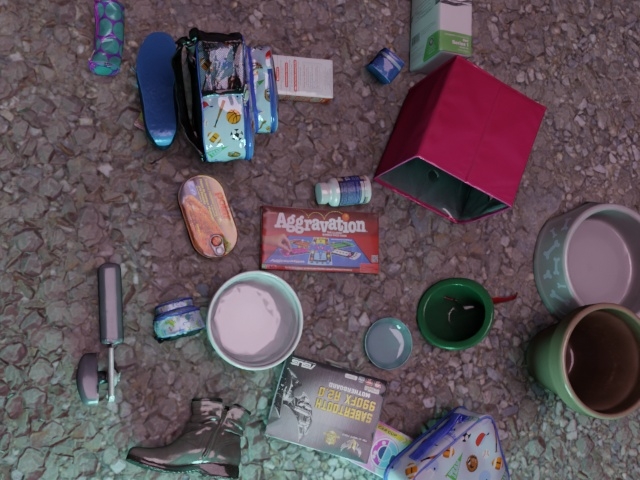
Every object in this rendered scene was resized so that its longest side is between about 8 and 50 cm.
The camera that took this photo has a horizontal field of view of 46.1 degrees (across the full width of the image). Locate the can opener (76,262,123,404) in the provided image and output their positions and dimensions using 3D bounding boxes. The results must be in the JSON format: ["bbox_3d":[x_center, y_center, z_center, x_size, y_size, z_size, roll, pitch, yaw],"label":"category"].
[{"bbox_3d":[-0.450,0.189,1.527,0.095,0.076,0.284,-2,83,-19],"label":"can opener"}]

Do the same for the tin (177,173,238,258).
[{"bbox_3d":[-0.246,-0.052,1.643,0.106,0.040,0.190,-17,89,-15],"label":"tin"}]

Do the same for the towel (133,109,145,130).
[{"bbox_3d":[-0.359,-0.258,1.643,0.083,0.009,0.060,27,75,-14],"label":"towel"}]

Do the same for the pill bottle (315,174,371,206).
[{"bbox_3d":[0.051,-0.114,1.730,0.120,0.067,0.067,-7,86,-19],"label":"pill bottle"}]

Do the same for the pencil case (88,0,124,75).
[{"bbox_3d":[-0.456,-0.433,1.602,0.070,0.064,0.152,9,79,-42],"label":"pencil case"}]

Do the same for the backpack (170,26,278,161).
[{"bbox_3d":[-0.193,-0.295,1.579,0.213,0.276,0.264,3,98,-4],"label":"backpack"}]

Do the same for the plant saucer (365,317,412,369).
[{"bbox_3d":[0.156,0.240,1.748,0.119,0.021,0.120,2,84,-18],"label":"plant saucer"}]

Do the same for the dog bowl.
[{"bbox_3d":[0.718,0.063,1.912,0.348,0.102,0.349,2,84,-18],"label":"dog bowl"}]

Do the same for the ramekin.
[{"bbox_3d":[-0.149,0.172,1.610,0.207,0.109,0.207,2,83,-17],"label":"ramekin"}]

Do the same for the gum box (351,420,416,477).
[{"bbox_3d":[0.141,0.474,1.694,0.188,0.062,0.107,31,76,-13],"label":"gum box"}]

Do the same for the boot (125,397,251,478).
[{"bbox_3d":[-0.273,0.406,1.571,0.246,0.083,0.161,12,70,-18],"label":"boot"}]

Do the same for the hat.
[{"bbox_3d":[0.358,0.191,1.820,0.208,0.183,0.173,-2,74,23],"label":"hat"}]

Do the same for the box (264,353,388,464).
[{"bbox_3d":[0.013,0.363,1.631,0.230,0.056,0.183,16,76,4],"label":"box"}]

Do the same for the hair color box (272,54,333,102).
[{"bbox_3d":[-0.058,-0.372,1.732,0.167,0.053,0.093,1,85,-19],"label":"hair color box"}]

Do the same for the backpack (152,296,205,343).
[{"bbox_3d":[-0.297,0.163,1.559,0.104,0.114,0.084,-15,89,-18],"label":"backpack"}]

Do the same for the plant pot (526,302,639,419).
[{"bbox_3d":[0.614,0.279,1.784,0.262,0.229,0.263,2,84,-18],"label":"plant pot"}]

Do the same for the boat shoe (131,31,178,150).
[{"bbox_3d":[-0.354,-0.317,1.607,0.108,0.089,0.259,4,73,-10],"label":"boat shoe"}]

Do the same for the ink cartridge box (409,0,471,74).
[{"bbox_3d":[0.288,-0.529,1.807,0.092,0.160,0.220,5,83,-19],"label":"ink cartridge box"}]

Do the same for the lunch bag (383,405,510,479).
[{"bbox_3d":[0.285,0.517,1.667,0.303,0.115,0.243,-31,110,-31],"label":"lunch bag"}]

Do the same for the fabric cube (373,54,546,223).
[{"bbox_3d":[0.316,-0.220,1.733,0.259,0.254,0.258,26,75,-13],"label":"fabric cube"}]

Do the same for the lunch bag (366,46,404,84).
[{"bbox_3d":[0.156,-0.417,1.787,0.067,0.098,0.065,41,92,-12],"label":"lunch bag"}]

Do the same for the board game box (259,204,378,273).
[{"bbox_3d":[0.000,0.000,1.722,0.281,0.027,0.145,3,82,-18],"label":"board game box"}]
